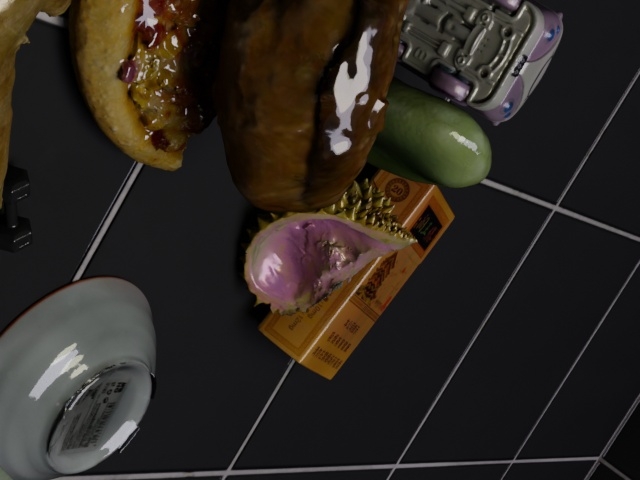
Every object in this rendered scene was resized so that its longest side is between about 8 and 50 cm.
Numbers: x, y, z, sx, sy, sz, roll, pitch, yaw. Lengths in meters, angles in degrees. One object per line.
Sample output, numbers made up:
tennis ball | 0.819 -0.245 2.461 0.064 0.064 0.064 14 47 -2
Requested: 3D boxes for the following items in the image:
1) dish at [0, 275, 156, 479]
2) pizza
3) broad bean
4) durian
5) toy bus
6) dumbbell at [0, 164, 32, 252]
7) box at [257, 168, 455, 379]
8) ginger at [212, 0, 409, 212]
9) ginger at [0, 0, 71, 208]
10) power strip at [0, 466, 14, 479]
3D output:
dish | -0.253 0.169 1.516 0.260 0.085 0.260 -36 146 -29
pizza | -0.121 -0.186 1.334 0.229 0.081 0.289 -41 147 -23
broad bean | 0.102 -0.119 1.600 0.169 0.228 0.100 34 88 -18
durian | 0.000 -0.001 1.652 0.165 0.132 0.182 -15 167 -27
toy bus | 0.159 -0.228 1.574 0.142 0.202 0.142 -59 153 9
dumbbell | -0.283 -0.028 1.312 0.036 0.040 0.083 -68 169 -48
box | 0.049 0.037 1.797 0.274 0.076 0.174 -52 163 -2
ginger | -0.001 -0.170 1.283 0.172 0.165 0.321 7 116 -44
ginger | -0.292 -0.132 1.105 0.348 0.122 0.363 -36 138 -13
power strip | -0.346 0.322 1.435 0.062 0.091 0.385 -36 164 -35
